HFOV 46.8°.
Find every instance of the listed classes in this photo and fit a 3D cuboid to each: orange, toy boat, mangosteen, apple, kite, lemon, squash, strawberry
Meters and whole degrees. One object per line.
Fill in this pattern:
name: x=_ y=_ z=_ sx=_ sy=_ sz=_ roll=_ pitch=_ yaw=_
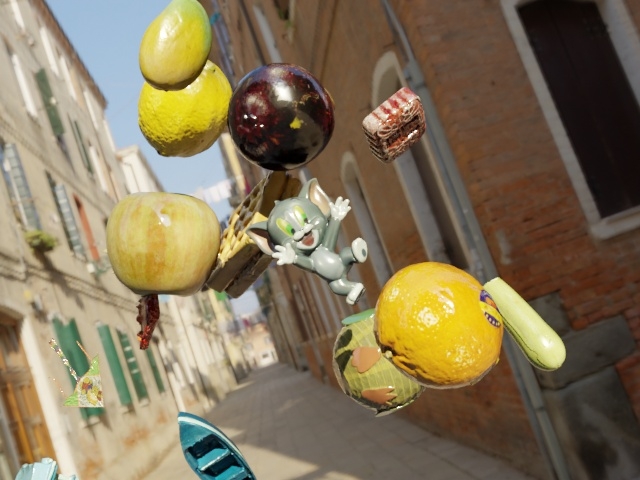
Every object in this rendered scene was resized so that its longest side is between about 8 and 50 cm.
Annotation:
orange: x=0.153 y=0.114 z=0.971 sx=0.155 sy=0.177 sz=0.177 roll=-43 pitch=-7 yaw=-1
toy boat: x=-0.538 y=0.489 z=1.427 sx=0.098 sy=0.109 sz=0.238 roll=24 pitch=-37 yaw=-24
mangosteen: x=-0.069 y=-0.263 z=1.548 sx=0.228 sy=0.228 sz=0.265 roll=-26 pitch=6 yaw=40
apple: x=-0.349 y=0.010 z=1.655 sx=0.256 sy=0.234 sz=0.257 roll=-1 pitch=-1 yaw=0
kite: x=-0.660 y=0.363 z=1.992 sx=0.198 sy=0.244 sz=0.006 roll=-50 pitch=-16 yaw=14
toy boat: x=-0.232 y=0.454 z=1.586 sx=0.096 sy=0.062 sz=0.299 roll=-31 pitch=-51 yaw=-2
lemon: x=-0.367 y=-0.355 z=1.992 sx=0.245 sy=0.245 sz=0.320 roll=-12 pitch=-32 yaw=-49
squash: x=0.419 y=0.172 z=1.555 sx=0.083 sy=0.250 sz=0.083 roll=-21 pitch=-40 yaw=-19
strawberry: x=-0.401 y=0.181 z=1.734 sx=0.048 sy=0.152 sz=0.104 roll=1 pitch=6 yaw=-24

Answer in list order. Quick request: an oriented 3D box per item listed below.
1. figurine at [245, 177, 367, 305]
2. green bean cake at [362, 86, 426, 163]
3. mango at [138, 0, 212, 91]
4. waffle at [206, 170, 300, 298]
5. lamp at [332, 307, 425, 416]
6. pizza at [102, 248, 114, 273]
figurine: x=0.003 y=0.003 z=1.490 sx=0.193 sy=0.265 sz=0.140 roll=-48 pitch=2 yaw=-1
green bean cake: x=0.163 y=-0.243 z=1.592 sx=0.135 sy=0.056 sz=0.136 roll=-39 pitch=-34 yaw=-6
mango: x=-0.273 y=-0.374 z=1.406 sx=0.130 sy=0.195 sz=0.092 roll=15 pitch=-13 yaw=-25
waffle: x=-0.160 y=-0.012 z=1.762 sx=0.098 sy=0.224 sz=0.327 roll=23 pitch=-32 yaw=-17
lamp: x=0.171 y=0.273 z=1.747 sx=0.284 sy=0.250 sz=0.250 roll=-21 pitch=-7 yaw=-18
pizza: x=-0.558 y=0.057 z=2.277 sx=0.262 sy=0.181 sz=0.034 roll=5 pitch=21 yaw=16
